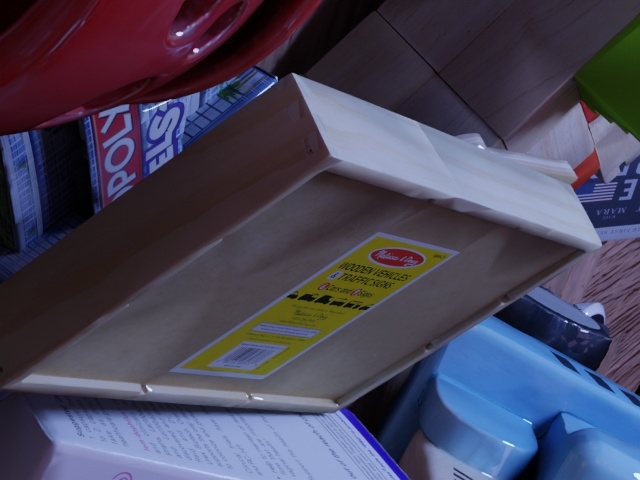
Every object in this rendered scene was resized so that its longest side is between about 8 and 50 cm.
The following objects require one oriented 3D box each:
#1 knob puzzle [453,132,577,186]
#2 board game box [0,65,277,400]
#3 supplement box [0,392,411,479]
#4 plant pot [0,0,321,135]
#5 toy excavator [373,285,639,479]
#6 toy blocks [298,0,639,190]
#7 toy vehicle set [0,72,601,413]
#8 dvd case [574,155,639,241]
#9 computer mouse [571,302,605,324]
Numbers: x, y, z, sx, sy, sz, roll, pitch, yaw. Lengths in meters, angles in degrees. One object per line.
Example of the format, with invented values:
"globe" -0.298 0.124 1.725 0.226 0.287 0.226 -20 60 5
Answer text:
"knob puzzle" 0.000 0.000 0.828 0.213 0.030 0.213 -22 160 -8
"board game box" -0.101 -0.027 0.754 0.194 0.060 0.194 -43 154 -31
"supplement box" -0.070 0.130 0.838 0.220 0.114 0.111 18 107 -37
"plant pot" -0.081 -0.122 0.506 0.191 0.191 0.174 -63 159 14
"toy excavator" 0.113 0.168 1.176 0.222 0.433 0.445 -61 -175 10
"toy blocks" 0.154 -0.121 1.007 0.381 0.191 0.261 -43 163 1
"toy vehicle set" -0.002 0.015 0.764 0.166 0.035 0.267 -34 158 21
"dvd case" 0.241 -0.094 1.261 0.179 0.029 0.238 -5 134 -16
"computer mouse" 0.161 0.120 1.489 0.193 0.042 0.106 -50 152 -2
